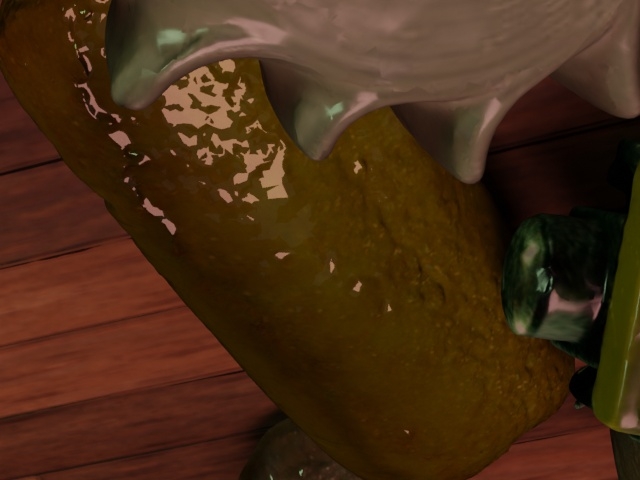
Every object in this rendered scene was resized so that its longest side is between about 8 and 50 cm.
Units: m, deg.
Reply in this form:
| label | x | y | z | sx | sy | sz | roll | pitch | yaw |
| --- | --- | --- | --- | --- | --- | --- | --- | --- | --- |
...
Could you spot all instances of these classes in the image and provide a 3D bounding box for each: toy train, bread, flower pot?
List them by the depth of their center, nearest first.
| label | x | y | z | sx | sy | sz | roll | pitch | yaw |
| --- | --- | --- | --- | --- | --- | --- | --- | --- | --- |
| flower pot | 0.021 | -0.209 | 0.314 | 0.254 | 0.164 | 0.367 | 14 | 111 | -15 |
| toy train | 0.288 | 0.047 | 0.496 | 0.397 | 0.253 | 0.160 | 8 | 97 | -9 |
| bread | 0.000 | 0.000 | 0.560 | 0.166 | 0.112 | 0.383 | -22 | 129 | 19 |

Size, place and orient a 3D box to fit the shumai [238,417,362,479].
| label | x | y | z | sx | sy | sz | roll | pitch | yaw |
| --- | --- | --- | --- | --- | --- | --- | --- | --- | --- |
| shumai | 0.013 | 0.218 | 0.746 | 0.161 | 0.209 | 0.153 | -13 | 166 | -7 |

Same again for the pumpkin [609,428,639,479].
| label | x | y | z | sx | sy | sz | roll | pitch | yaw |
| --- | --- | --- | --- | --- | --- | --- | --- | --- | --- |
| pumpkin | 0.270 | 0.170 | 0.651 | 0.217 | 0.110 | 0.217 | 12 | 168 | 3 |
